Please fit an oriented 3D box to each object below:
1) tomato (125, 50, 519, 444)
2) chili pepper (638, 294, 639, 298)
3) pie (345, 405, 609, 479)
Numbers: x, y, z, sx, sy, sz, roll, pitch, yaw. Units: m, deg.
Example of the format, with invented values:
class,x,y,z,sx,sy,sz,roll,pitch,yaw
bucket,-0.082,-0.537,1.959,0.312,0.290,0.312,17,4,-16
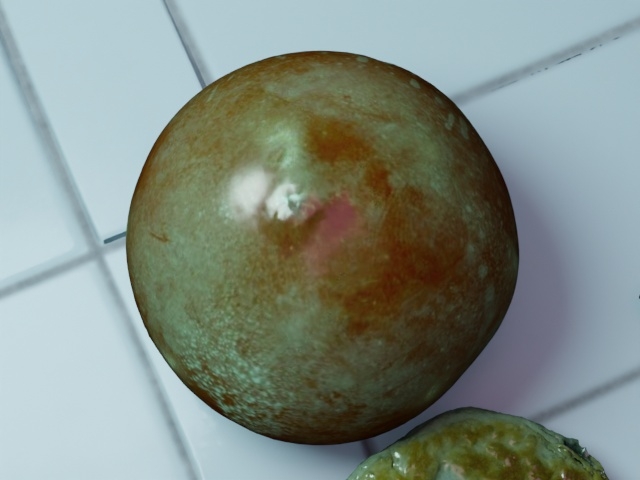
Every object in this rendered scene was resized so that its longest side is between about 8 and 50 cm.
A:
class,x,y,z,sx,sy,sz,roll,pitch,yaw
tomato,0.000,0.000,1.024,0.270,0.222,0.270,-1,73,4
chili pepper,0.314,0.046,1.086,0.169,0.065,0.088,3,75,6
pie,0.112,0.228,1.022,0.240,0.054,0.240,5,68,-13
